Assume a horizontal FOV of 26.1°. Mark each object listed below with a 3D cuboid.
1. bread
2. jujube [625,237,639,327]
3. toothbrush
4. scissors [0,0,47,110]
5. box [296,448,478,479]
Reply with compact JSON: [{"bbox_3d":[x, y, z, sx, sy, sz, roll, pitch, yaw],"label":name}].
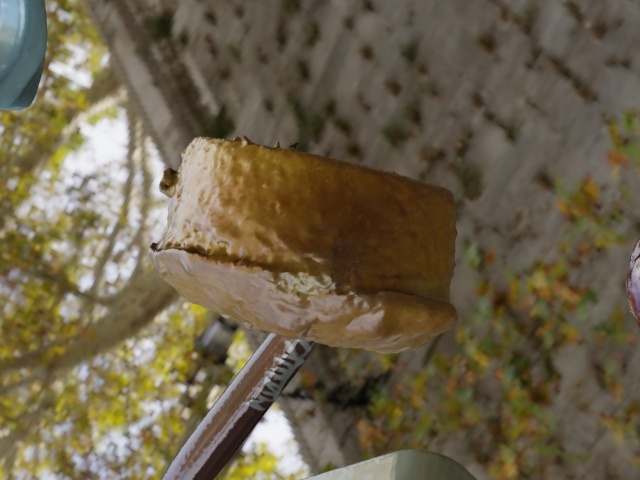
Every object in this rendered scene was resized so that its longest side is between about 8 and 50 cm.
[{"bbox_3d":[0.000,0.000,0.960,0.228,0.143,0.139,10,175,-11],"label":"bread"},{"bbox_3d":[0.173,0.023,0.516,0.129,0.077,0.077,18,-151,-32],"label":"jujube"},{"bbox_3d":[-0.094,0.175,1.154,0.041,0.364,0.041,34,-165,-11],"label":"toothbrush"},{"bbox_3d":[-0.173,-0.173,0.493,0.029,0.191,0.360,21,166,27],"label":"scissors"},{"bbox_3d":[0.074,0.365,1.424,0.367,0.373,0.090,44,-140,-31],"label":"box"}]
